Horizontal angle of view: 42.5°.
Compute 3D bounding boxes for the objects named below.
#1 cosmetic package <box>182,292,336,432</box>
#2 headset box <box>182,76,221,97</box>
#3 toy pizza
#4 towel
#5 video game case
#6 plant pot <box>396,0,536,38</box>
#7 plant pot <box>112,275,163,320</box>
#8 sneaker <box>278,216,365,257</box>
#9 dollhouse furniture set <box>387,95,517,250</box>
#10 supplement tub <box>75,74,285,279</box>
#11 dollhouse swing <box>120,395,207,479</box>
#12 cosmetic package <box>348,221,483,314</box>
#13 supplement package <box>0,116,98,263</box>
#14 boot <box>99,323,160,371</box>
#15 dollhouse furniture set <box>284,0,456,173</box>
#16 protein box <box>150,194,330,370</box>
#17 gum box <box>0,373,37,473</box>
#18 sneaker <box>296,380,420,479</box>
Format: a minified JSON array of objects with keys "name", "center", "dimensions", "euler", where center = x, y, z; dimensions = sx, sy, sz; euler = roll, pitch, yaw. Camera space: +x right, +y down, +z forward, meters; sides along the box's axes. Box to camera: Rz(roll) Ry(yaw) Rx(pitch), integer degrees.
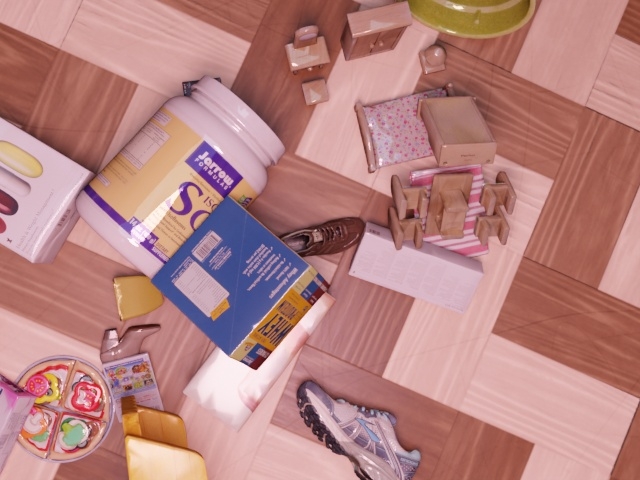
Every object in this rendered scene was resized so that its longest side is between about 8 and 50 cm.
[{"name":"cosmetic package","center":[-0.110,0.191,1.523],"dimensions":[0.129,0.153,0.296],"euler":[38,86,-1]},{"name":"headset box","center":[-0.223,-0.280,1.598],"dimensions":[0.083,0.032,0.062],"euler":[-7,87,-3]},{"name":"toy pizza","center":[-0.490,0.318,1.544],"dimensions":[0.201,0.032,0.201],"euler":[0,87,-5]},{"name":"towel","center":[0.252,-0.050,1.602],"dimensions":[0.144,0.029,0.197],"euler":[-10,109,-4]},{"name":"video game case","center":[-0.352,0.278,1.550],"dimensions":[0.087,0.011,0.122],"euler":[-14,106,-5]},{"name":"plant pot","center":[0.294,-0.569,1.560],"dimensions":[0.276,0.276,0.254],"euler":[17,74,-3]},{"name":"plant pot","center":[-0.342,0.104,1.547],"dimensions":[0.083,0.081,0.081],"euler":[-11,88,-17]},{"name":"sneaker","center":[0.000,0.000,1.580],"dimensions":[0.188,0.071,0.066],"euler":[-17,88,-5]},{"name":"dollhouse furniture set","center":[0.236,-0.120,1.513],"dimensions":[0.212,0.161,0.242],"euler":[-3,131,-7]},{"name":"supplement tub","center":[-0.247,-0.107,1.482],"dimensions":[0.241,0.241,0.331],"euler":[42,85,-1]},{"name":"dollhouse swing","center":[-0.172,0.416,1.412],"dimensions":[0.305,0.347,0.315],"euler":[-6,89,-14]},{"name":"cosmetic package","center":[0.183,0.053,1.582],"dimensions":[0.239,0.060,0.099],"euler":[20,114,-3]},{"name":"supplement package","center":[-0.545,-0.090,1.504],"dimensions":[0.203,0.149,0.194],"euler":[31,85,-3]},{"name":"boot","center":[-0.359,0.208,1.560],"dimensions":[0.118,0.042,0.087],"euler":[-6,94,-4]},{"name":"dollhouse furniture set","center":[0.121,-0.242,1.553],"dimensions":[0.303,0.174,0.355],"euler":[-14,88,-5]},{"name":"protein box","center":[-0.133,0.074,1.394],"dimensions":[0.201,0.136,0.200],"euler":[40,86,23]},{"name":"gum box","center":[-0.611,0.338,1.502],"dimensions":[0.107,0.062,0.188],"euler":[23,85,18]},{"name":"sneaker","center":[0.073,0.360,1.566],"dimensions":[0.283,0.110,0.122],"euler":[47,67,-3]}]
